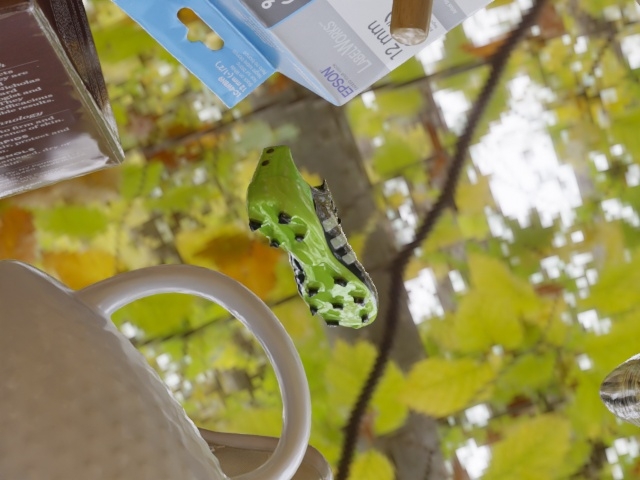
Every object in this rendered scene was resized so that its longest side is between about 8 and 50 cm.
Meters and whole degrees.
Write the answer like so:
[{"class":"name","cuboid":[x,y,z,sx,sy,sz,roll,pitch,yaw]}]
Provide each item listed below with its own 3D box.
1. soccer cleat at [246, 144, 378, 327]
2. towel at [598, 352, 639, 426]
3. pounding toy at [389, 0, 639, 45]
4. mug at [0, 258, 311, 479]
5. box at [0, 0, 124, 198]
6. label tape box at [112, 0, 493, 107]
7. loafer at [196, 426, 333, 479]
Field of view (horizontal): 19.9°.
[{"class":"soccer cleat","cuboid":[0.000,0.000,1.358,0.060,0.179,0.072,-8,-129,25]},{"class":"towel","cuboid":[0.317,0.050,0.833,0.324,0.312,0.056,-4,-95,-4]},{"class":"pounding toy","cuboid":[0.125,-0.107,0.619,0.155,0.154,0.269,-59,-140,27]},{"class":"mug","cuboid":[-0.185,0.170,1.421,0.374,0.276,0.328,-30,-97,-4]},{"class":"box","cuboid":[-0.247,-0.167,1.276,0.143,0.381,0.191,-16,-103,-3]},{"class":"label tape box","cuboid":[-0.004,-0.263,1.890,0.347,0.249,0.115,-36,-129,10]},{"class":"loafer","cuboid":[-0.125,0.231,1.725,0.268,0.102,0.092,0,-143,16]}]
